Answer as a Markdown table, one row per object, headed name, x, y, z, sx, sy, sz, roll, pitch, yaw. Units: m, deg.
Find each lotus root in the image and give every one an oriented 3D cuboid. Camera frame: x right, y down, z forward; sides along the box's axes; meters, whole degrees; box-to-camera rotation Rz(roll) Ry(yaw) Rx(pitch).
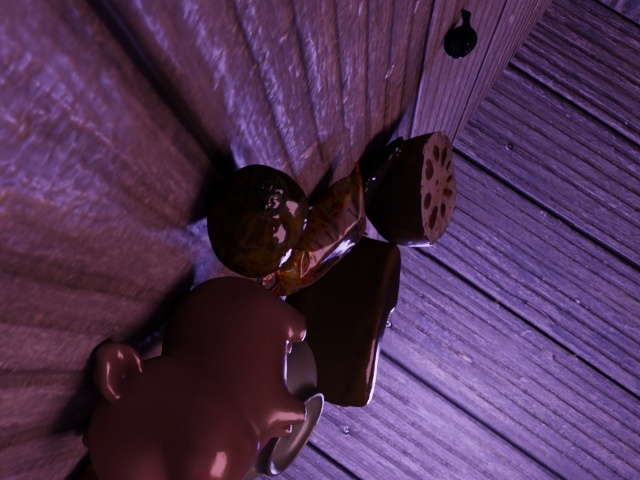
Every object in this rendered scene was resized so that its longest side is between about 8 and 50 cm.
| name | x | y | z | sx | sy | sz | roll | pitch | yaw |
| --- | --- | --- | --- | --- | --- | --- | --- | --- | --- |
| lotus root | -0.074 | -0.023 | 0.878 | 0.120 | 0.120 | 0.209 | -52 | 173 | -22 |
| lotus root | 0.205 | -0.120 | 1.791 | 0.272 | 0.192 | 0.272 | 0 | 90 | -55 |

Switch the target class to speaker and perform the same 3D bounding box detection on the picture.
| name | x | y | z | sx | sy | sz | roll | pitch | yaw |
| --- | --- | --- | --- | --- | --- | --- | --- | --- | --- |
| speaker | 0.306 | -0.436 | 1.625 | 0.075 | 0.060 | 0.094 | -47 | 168 | -51 |

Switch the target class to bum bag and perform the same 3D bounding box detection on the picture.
| name | x | y | z | sx | sy | sz | roll | pitch | yaw |
| --- | --- | --- | --- | --- | --- | --- | --- | --- | --- |
| bum bag | 0.096 | -0.123 | 1.660 | 0.248 | 0.060 | 0.123 | -57 | 171 | 23 |

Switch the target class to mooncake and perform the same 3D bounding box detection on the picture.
| name | x | y | z | sx | sy | sz | roll | pitch | yaw |
| --- | --- | --- | --- | --- | --- | --- | --- | --- | --- |
| mooncake | 0.047 | 0.171 | 1.770 | 0.394 | 0.246 | 0.393 | 64 | 43 | -77 |

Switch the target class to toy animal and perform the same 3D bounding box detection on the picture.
| name | x | y | z | sx | sy | sz | roll | pitch | yaw |
| --- | --- | --- | --- | --- | --- | --- | --- | --- | --- |
| toy animal | -0.151 | 0.190 | 0.964 | 0.237 | 0.269 | 0.326 | 115 | -20 | -51 |

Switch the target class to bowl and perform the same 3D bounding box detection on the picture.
| name | x | y | z | sx | sy | sz | roll | pitch | yaw |
| --- | --- | --- | --- | --- | --- | --- | --- | --- | --- |
| bowl | -0.117 | 0.311 | 1.414 | 0.354 | 0.185 | 0.354 | -48 | 154 | -32 |

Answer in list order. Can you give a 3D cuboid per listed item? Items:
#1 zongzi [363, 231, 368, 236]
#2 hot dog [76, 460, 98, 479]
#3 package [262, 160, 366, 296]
| name | x | y | z | sx | sy | sz | roll | pitch | yaw |
| --- | --- | --- | --- | --- | --- | --- | --- | --- | --- |
| zongzi | 0.085 | -0.022 | 1.955 | 0.083 | 0.073 | 0.067 | -28 | 132 | -75 |
| hot dog | -0.275 | 0.303 | 1.146 | 0.269 | 0.072 | 0.115 | -52 | 171 | -35 |
| package | -0.001 | -0.001 | 1.422 | 0.288 | 0.108 | 0.223 | -51 | 170 | -10 |
